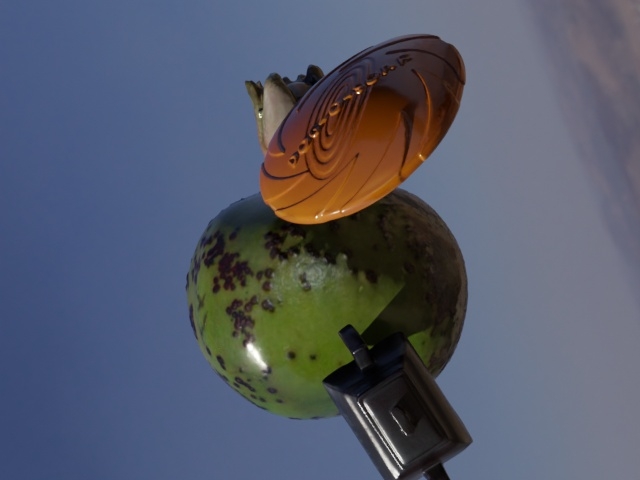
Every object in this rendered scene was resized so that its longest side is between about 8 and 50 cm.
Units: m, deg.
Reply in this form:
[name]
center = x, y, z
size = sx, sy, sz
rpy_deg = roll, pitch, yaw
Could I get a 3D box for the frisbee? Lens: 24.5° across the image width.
[frisbee]
center = 0.025, -0.095, 1.144
size = 0.035, 0.192, 0.192
rpy_deg = 48, -159, -33

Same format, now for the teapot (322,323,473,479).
[teapot]
center = 0.067, 0.149, 1.252
size = 0.177, 0.087, 0.096
rpy_deg = 58, 180, 0

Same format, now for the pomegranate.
[pomegranate]
center = 0.000, 0.000, 1.431
size = 0.285, 0.285, 0.341
rpy_deg = -30, -66, -80
